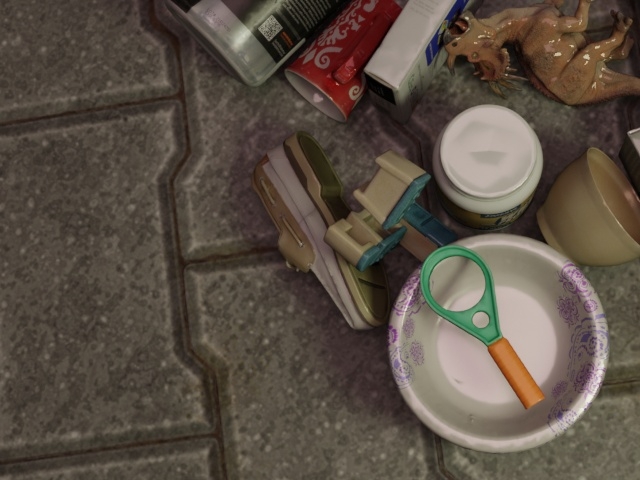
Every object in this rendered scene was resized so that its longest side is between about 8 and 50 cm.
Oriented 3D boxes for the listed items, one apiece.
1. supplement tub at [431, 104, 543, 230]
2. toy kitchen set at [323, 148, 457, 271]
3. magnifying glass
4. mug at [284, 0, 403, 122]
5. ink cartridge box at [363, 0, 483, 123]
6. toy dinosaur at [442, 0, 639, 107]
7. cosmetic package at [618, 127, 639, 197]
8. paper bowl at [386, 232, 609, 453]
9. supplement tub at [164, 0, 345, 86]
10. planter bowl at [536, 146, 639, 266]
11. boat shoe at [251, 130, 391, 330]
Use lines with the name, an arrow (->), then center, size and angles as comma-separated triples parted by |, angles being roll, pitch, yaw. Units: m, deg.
supplement tub -> 0.222, -0.097, 1.619 | 0.144, 0.199, 0.144 | -1, 81, 7
toy kitchen set -> 0.123, -0.041, 1.590 | 0.122, 0.207, 0.166 | 40, 120, 10
magnifying glass -> 0.208, 0.108, 1.526 | 0.092, 0.026, 0.231 | -33, 79, 1
mug -> 0.055, -0.262, 1.705 | 0.169, 0.113, 0.150 | -51, 39, -8
ink cartridge box -> 0.187, -0.347, 1.677 | 0.069, 0.176, 0.371 | 34, 86, 12
toy dinosaur -> 0.321, -0.251, 1.681 | 0.296, 0.127, 0.200 | 36, 97, -5
cosmetic package -> 0.499, -0.045, 1.616 | 0.107, 0.127, 0.238 | -22, 77, 3
paper bowl -> 0.233, 0.140, 1.604 | 0.284, 0.148, 0.284 | -1, 81, 6
supplement tub -> -0.052, -0.386, 1.703 | 0.316, 0.193, 0.193 | -44, 79, -2
planter bowl -> 0.362, -0.029, 1.626 | 0.109, 0.162, 0.162 | -34, 77, 28
boat shoe -> 0.000, 0.000, 1.681 | 0.103, 0.113, 0.302 | -33, 68, 23
